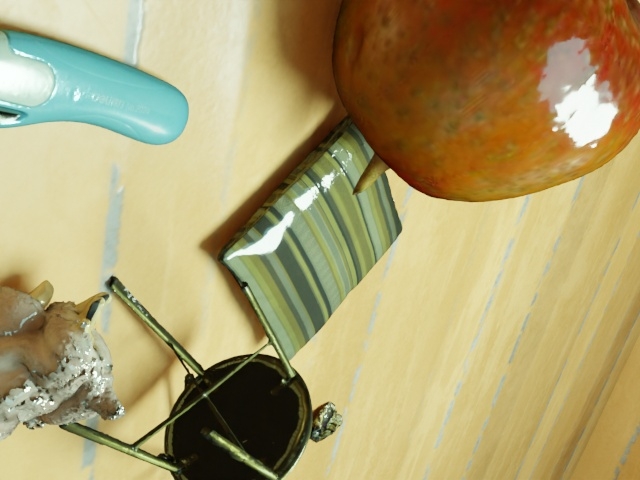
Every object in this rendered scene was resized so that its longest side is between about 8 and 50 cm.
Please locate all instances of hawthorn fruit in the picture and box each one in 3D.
[{"bbox_3d":[0.124,-0.150,0.781,0.298,0.277,0.277,-45,153,17],"label":"hawthorn fruit"}]

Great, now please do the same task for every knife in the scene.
[{"bbox_3d":[-0.165,-0.098,0.610,0.222,0.031,0.064,4,111,-60],"label":"knife"}]

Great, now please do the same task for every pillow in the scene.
[{"bbox_3d":[0.000,0.000,0.919,0.212,0.052,0.208,-48,146,-19],"label":"pillow"}]

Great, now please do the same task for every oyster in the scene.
[{"bbox_3d":[0.008,0.243,1.188,0.054,0.019,0.083,-48,149,-15],"label":"oyster"}]

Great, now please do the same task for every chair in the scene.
[{"bbox_3d":[-0.088,0.168,0.824,0.325,0.170,0.159,62,34,-51],"label":"chair"}]

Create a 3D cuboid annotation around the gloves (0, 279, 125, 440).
[{"bbox_3d":[-0.215,0.097,0.656,0.144,0.110,0.094,-14,144,-12],"label":"gloves"}]
